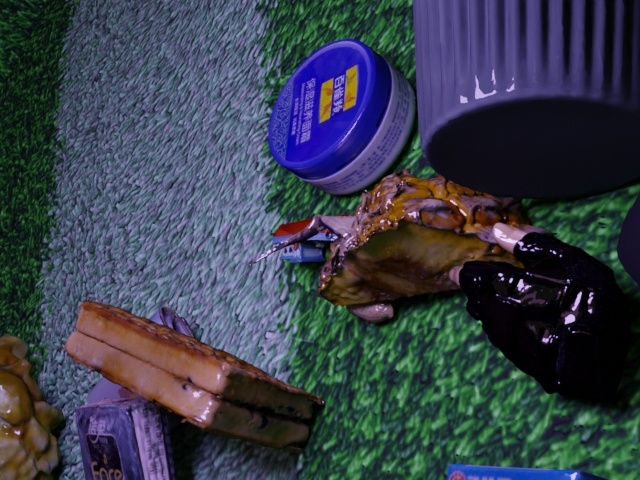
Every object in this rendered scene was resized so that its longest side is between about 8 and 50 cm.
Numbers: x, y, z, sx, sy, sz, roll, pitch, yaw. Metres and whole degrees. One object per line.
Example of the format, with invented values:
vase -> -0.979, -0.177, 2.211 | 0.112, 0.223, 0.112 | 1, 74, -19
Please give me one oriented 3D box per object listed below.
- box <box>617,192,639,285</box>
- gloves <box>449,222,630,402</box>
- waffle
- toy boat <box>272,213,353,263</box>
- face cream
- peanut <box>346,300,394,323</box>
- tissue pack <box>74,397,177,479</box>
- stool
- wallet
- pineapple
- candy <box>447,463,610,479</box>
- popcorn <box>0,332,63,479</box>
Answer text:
box -> 0.403, -0.018, 0.809 | 0.289, 0.073, 0.290 | 60, 136, 47
gloves -> 0.214, 0.069, 0.992 | 0.203, 0.124, 0.165 | 10, 101, 36
waffle -> -0.173, 0.178, 1.272 | 0.308, 0.213, 0.091 | 18, 83, 40
toy boat -> 0.000, 0.000, 1.334 | 0.172, 0.069, 0.059 | -8, 84, 48
face cream -> 0.032, -0.171, 1.360 | 0.206, 0.111, 0.206 | -26, 51, 37
peanut -> 0.064, 0.087, 1.233 | 0.083, 0.037, 0.037 | 8, 75, 45
tissue pack -> -0.270, 0.343, 1.368 | 0.173, 0.073, 0.236 | -11, 88, 49
stool -> 0.237, -0.239, 1.031 | 0.297, 0.297, 0.330 | -17, 62, 43
wallet -> -0.267, 0.234, 1.503 | 0.231, 0.069, 0.170 | -46, 58, 24
pineapple -> 0.097, -0.028, 1.149 | 0.334, 0.158, 0.161 | -15, 55, 41
candy -> 0.183, 0.364, 0.877 | 0.157, 0.100, 0.306 | -11, 60, 47
popcorn -> -0.596, 0.331, 1.672 | 0.335, 0.279, 0.275 | 26, 108, 40
